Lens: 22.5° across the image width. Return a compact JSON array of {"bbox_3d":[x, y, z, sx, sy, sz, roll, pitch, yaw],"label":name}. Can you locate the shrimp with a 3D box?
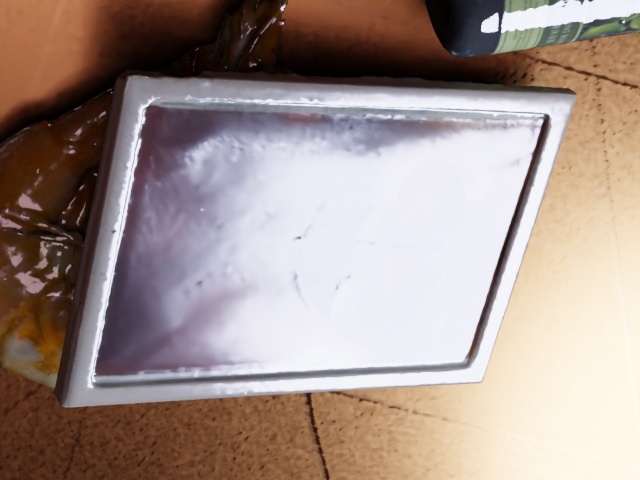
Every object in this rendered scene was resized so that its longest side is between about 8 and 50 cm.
[{"bbox_3d":[-0.111,-0.033,0.936,0.154,0.062,0.294,34,106,-18],"label":"shrimp"}]

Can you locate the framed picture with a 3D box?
[{"bbox_3d":[0.000,0.000,0.948,0.290,0.020,0.211,0,119,-28],"label":"framed picture"}]

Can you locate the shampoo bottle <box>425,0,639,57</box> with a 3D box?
[{"bbox_3d":[0.201,-0.171,0.910,0.284,0.101,0.101,-9,117,-7],"label":"shampoo bottle"}]
